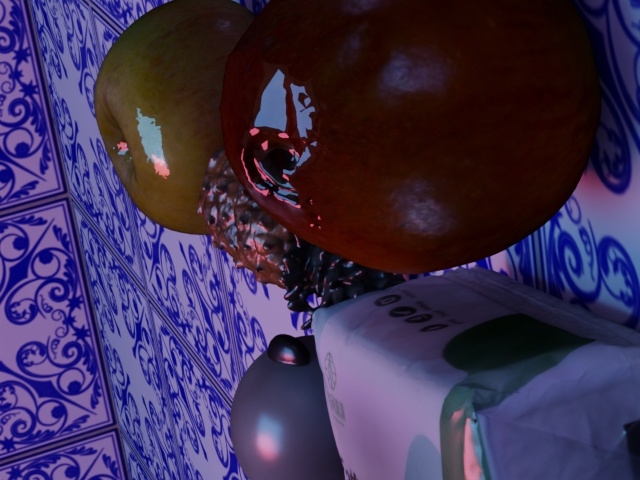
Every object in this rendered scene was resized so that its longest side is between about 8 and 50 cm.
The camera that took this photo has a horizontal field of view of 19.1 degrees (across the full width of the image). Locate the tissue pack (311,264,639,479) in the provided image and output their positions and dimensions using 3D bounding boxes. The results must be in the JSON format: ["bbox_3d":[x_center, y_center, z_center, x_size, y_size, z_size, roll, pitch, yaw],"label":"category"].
[{"bbox_3d":[0.145,0.181,1.435,0.356,0.193,0.266,-156,50,-69],"label":"tissue pack"}]

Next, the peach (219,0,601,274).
[{"bbox_3d":[0.057,-0.093,1.331,0.281,0.281,0.238,149,103,-73],"label":"peach"}]

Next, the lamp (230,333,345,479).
[{"bbox_3d":[0.018,0.208,1.939,0.244,0.197,0.198,44,154,16],"label":"lamp"}]

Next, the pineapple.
[{"bbox_3d":[0.000,0.000,1.864,0.278,0.157,0.158,41,146,43],"label":"pineapple"}]

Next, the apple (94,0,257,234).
[{"bbox_3d":[-0.134,-0.137,2.046,0.261,0.194,0.261,161,90,-72],"label":"apple"}]
